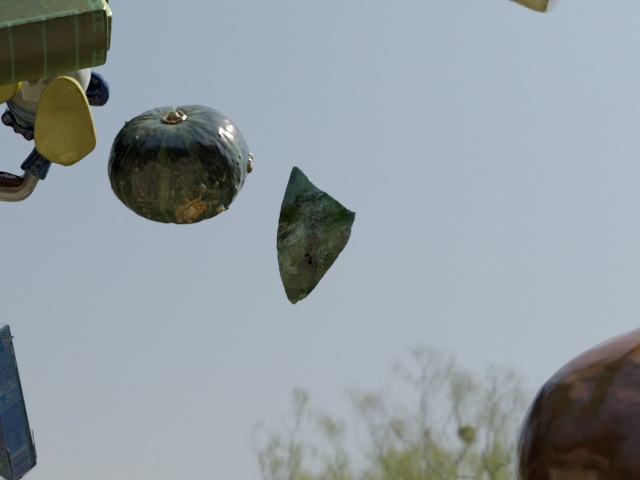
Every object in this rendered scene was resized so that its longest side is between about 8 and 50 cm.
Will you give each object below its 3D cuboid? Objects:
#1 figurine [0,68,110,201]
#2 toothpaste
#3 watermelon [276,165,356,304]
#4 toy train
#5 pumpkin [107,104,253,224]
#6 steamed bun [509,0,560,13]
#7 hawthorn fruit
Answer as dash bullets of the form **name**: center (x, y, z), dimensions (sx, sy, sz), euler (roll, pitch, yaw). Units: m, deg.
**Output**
- **figurine**: center (-0.374, -0.160, 1.607), dimensions (0.204, 0.338, 0.283), euler (40, -69, -3)
- **toothpaste**: center (-0.459, 0.226, 1.701), dimensions (0.066, 0.053, 0.272), euler (21, -49, 28)
- **watermelon**: center (-0.006, 0.001, 1.471), dimensions (0.101, 0.155, 0.080), euler (13, -21, 29)
- **toy train**: center (-0.267, -0.181, 0.954), dimensions (0.225, 0.137, 0.090), euler (-17, -38, -23)
- **pumpkin**: center (-0.189, -0.102, 1.598), dimensions (0.190, 0.190, 0.146), euler (-5, -55, 25)
- **steamed bun**: center (0.191, -0.346, 1.087), dimensions (0.200, 0.250, 0.155), euler (29, 5, 13)
- **hawthorn fruit**: center (0.269, 0.159, 0.904), dimensions (0.208, 0.248, 0.208), euler (33, -36, 28)
